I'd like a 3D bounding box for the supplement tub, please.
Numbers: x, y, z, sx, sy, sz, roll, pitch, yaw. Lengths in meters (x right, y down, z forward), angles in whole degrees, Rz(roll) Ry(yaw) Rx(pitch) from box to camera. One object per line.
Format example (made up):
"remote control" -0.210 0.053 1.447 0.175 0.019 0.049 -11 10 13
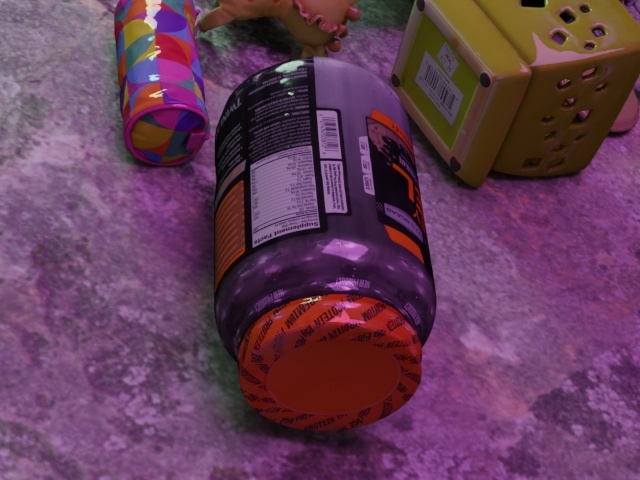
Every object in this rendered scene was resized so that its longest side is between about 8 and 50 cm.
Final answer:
"supplement tub" 0.000 0.000 1.223 0.207 0.207 0.338 10 46 -15

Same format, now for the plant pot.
"plant pot" 0.219 -0.208 1.514 0.207 0.227 0.228 -18 58 -27

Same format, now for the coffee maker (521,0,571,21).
"coffee maker" 0.299 -0.396 1.816 0.171 0.120 0.178 26 34 -45

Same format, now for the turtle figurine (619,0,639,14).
"turtle figurine" 0.440 -0.433 1.726 0.266 0.198 0.274 22 33 -53

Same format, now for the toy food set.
"toy food set" 0.369 -0.193 1.697 0.192 0.038 0.132 12 52 -20

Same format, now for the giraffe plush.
"giraffe plush" -0.034 -0.311 1.551 0.171 0.181 0.210 25 49 -13

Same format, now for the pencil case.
"pencil case" -0.175 -0.192 1.414 0.104 0.104 0.236 7 47 -17
